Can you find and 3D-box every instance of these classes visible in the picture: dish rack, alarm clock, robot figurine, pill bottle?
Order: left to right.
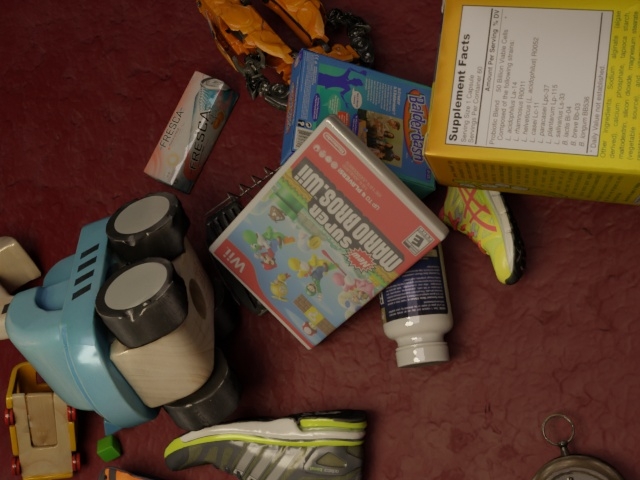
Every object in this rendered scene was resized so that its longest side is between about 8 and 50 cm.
[{"bbox_3d":[-0.052,-0.306,1.190,0.211,0.085,0.291,-33,67,-13],"label":"robot figurine"},{"bbox_3d":[-0.048,-0.030,1.149,0.271,0.074,0.208,-35,68,10],"label":"dish rack"},{"bbox_3d":[0.125,0.081,1.050,0.094,0.094,0.169,-11,74,17],"label":"pill bottle"},{"bbox_3d":[0.309,0.306,0.954,0.129,0.064,0.192,-17,70,16],"label":"alarm clock"}]

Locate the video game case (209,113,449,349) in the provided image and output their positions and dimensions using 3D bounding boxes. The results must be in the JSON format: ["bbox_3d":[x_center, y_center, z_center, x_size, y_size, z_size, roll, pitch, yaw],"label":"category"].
[{"bbox_3d":[0.000,0.000,1.026,0.204,0.025,0.285,45,127,-2],"label":"video game case"}]

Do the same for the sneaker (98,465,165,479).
[{"bbox_3d":[-0.326,0.426,1.135,0.321,0.124,0.180,-13,69,5],"label":"sneaker"}]

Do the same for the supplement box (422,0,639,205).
[{"bbox_3d":[0.314,-0.155,0.907,0.356,0.195,0.194,7,85,15],"label":"supplement box"}]

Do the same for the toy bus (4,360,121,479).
[{"bbox_3d":[-0.412,0.276,1.190,0.202,0.191,0.104,-39,30,11],"label":"toy bus"}]

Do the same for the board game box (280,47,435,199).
[{"bbox_3d":[0.058,-0.156,1.074,0.210,0.047,0.160,13,67,-17],"label":"board game box"}]

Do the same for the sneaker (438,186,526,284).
[{"bbox_3d":[0.209,-0.029,1.058,0.094,0.081,0.208,-22,61,15],"label":"sneaker"}]

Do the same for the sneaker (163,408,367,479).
[{"bbox_3d":[-0.078,0.302,1.070,0.300,0.111,0.121,-9,79,20],"label":"sneaker"}]

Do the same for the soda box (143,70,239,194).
[{"bbox_3d":[-0.203,-0.169,1.244,0.063,0.058,0.183,25,88,23],"label":"soda box"}]

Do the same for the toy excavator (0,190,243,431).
[{"bbox_3d":[-0.361,0.097,1.121,0.445,0.222,0.433,-18,37,5],"label":"toy excavator"}]
